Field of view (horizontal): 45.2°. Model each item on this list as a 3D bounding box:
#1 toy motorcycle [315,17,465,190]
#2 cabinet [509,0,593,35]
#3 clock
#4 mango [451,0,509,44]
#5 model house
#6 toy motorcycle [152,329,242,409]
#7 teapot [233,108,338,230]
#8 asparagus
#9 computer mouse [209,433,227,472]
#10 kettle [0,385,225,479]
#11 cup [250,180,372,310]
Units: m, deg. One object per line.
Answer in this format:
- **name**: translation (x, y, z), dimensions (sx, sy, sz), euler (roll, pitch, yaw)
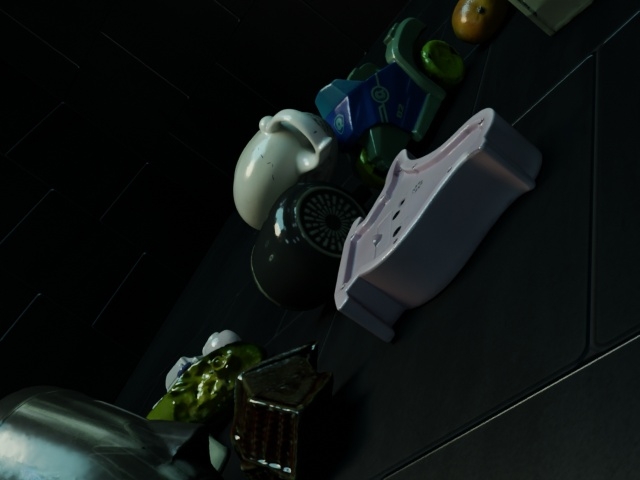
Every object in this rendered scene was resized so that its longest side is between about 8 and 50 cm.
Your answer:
- **toy motorcycle**: translation (0.104, -0.241, 1.365), dimensions (0.191, 0.200, 0.326), euler (-40, 15, 49)
- **cabinet**: translation (0.344, -0.417, 1.019), dimensions (0.206, 0.145, 0.150), euler (-38, 19, 54)
- **clock**: translation (0.135, -0.048, 0.938), dimensions (0.275, 0.080, 0.290), euler (-49, 13, 22)
- **mango**: translation (0.300, -0.428, 1.414), dimensions (0.165, 0.089, 0.115), euler (-56, 1, -29)
- **model house**: translation (-0.036, 0.214, 0.848), dimensions (0.152, 0.106, 0.165), euler (-141, 52, -68)
- **toy motorcycle**: translation (-0.235, 0.277, 1.501), dimensions (0.254, 0.112, 0.112), euler (-51, 11, 12)
- **teapot**: translation (-0.046, -0.110, 1.238), dimensions (0.208, 0.166, 0.299), euler (-36, -13, -17)
- **asparagus**: translation (-0.241, 0.313, 1.325), dimensions (0.382, 0.128, 0.108), euler (-48, 48, 21)
- **computer mouse**: translation (-0.195, 0.340, 1.201), dimensions (0.089, 0.056, 0.182), euler (-52, 10, -12)
- **kettle**: translation (-0.257, 0.353, 0.900), dimensions (0.324, 0.228, 0.321), euler (7, 73, 31)
- **cup**: translation (0.000, 0.000, 1.183), dimensions (0.223, 0.169, 0.176), euler (-44, -6, -40)
